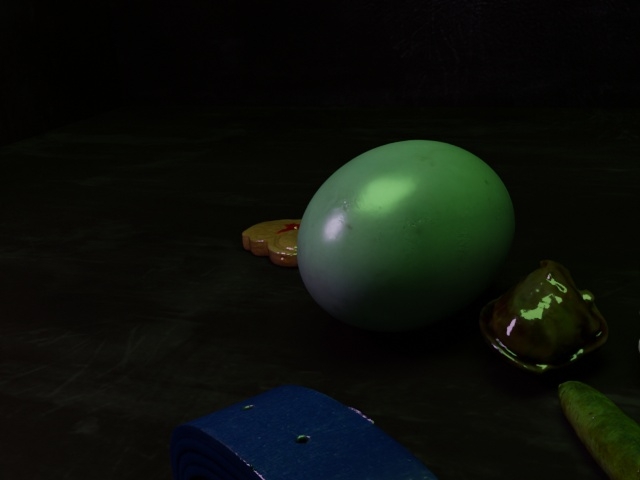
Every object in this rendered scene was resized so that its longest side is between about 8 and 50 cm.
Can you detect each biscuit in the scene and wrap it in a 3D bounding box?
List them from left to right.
[{"bbox_3d":[0.000,0.000,1.586,0.333,0.047,0.202,7,23,31],"label":"biscuit"}]

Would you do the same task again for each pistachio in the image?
[{"bbox_3d":[0.294,0.107,1.101,0.165,0.131,0.210,10,33,28],"label":"pistachio"}]

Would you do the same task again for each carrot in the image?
[{"bbox_3d":[0.327,0.228,0.841,0.074,0.074,0.358,-8,19,-9],"label":"carrot"}]

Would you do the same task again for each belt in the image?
[{"bbox_3d":[-0.007,0.245,0.666,0.117,0.212,0.347,-15,19,-30],"label":"belt"}]

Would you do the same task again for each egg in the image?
[{"bbox_3d":[0.132,-0.010,1.239,0.276,0.276,0.389,13,23,41],"label":"egg"}]

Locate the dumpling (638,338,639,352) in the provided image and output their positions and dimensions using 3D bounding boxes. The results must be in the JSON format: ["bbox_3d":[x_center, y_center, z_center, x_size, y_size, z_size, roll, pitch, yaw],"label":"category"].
[{"bbox_3d":[0.521,0.106,0.924,0.315,0.233,0.395,-50,31,-19],"label":"dumpling"}]
